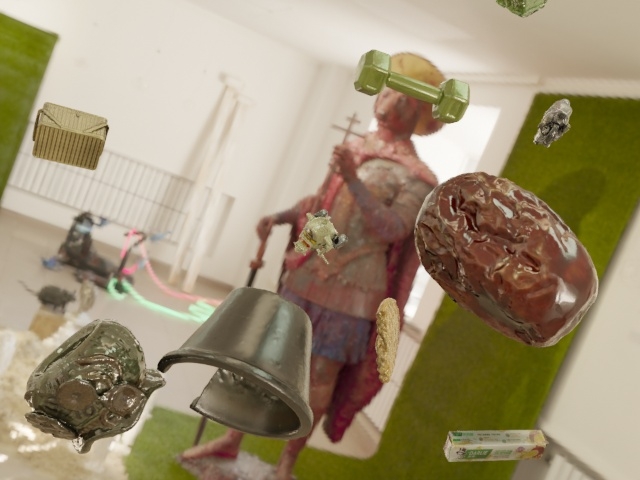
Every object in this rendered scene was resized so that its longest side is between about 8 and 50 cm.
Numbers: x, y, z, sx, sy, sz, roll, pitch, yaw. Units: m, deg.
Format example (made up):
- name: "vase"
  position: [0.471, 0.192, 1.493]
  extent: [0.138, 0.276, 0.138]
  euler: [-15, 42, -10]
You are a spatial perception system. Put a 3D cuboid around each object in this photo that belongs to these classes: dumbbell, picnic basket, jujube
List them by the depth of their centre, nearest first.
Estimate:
- name: "jujube"
  position: [0.367, 0.033, 1.622]
  extent: [0.377, 0.276, 0.276]
  euler: [49, 16, 22]
- name: "picnic basket"
  position: [-0.583, -0.240, 1.883]
  extent: [0.164, 0.115, 0.080]
  euler: [12, 48, -21]
- name: "dumbbell"
  position: [0.237, -0.394, 2.086]
  extent: [0.301, 0.121, 0.108]
  euler: [17, 28, -12]

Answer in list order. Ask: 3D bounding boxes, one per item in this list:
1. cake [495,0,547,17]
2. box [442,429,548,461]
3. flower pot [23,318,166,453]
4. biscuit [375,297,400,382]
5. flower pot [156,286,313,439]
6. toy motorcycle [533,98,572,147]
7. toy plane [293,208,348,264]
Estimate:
- name: "cake"
  position: [0.487, -0.671, 1.944]
  extent: [0.099, 0.100, 0.235]
  euler: [38, -30, 41]
- name: "box"
  position: [0.357, 0.420, 1.654]
  extent: [0.207, 0.050, 0.041]
  euler: [1, 37, -9]
- name: "flower pot"
  position: [-0.521, 0.334, 1.848]
  extent: [0.213, 0.301, 0.302]
  euler: [52, -4, -16]
- name: "biscuit"
  position: [0.168, 0.232, 2.022]
  extent: [0.033, 0.224, 0.144]
  euler: [6, 33, 18]
- name: "flower pot"
  position: [-0.149, 0.270, 1.869]
  extent: [0.379, 0.251, 0.379]
  euler: [17, -34, 11]
- name: "toy motorcycle"
  position: [0.678, -0.344, 2.347]
  extent: [0.073, 0.152, 0.225]
  euler: [32, 8, 2]
- name: "toy plane"
  position: [0.000, 0.000, 1.807]
  extent: [0.092, 0.108, 0.286]
  euler: [53, 3, 11]
